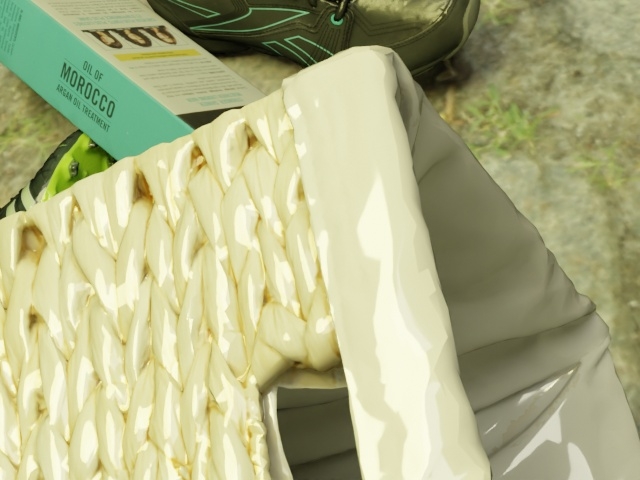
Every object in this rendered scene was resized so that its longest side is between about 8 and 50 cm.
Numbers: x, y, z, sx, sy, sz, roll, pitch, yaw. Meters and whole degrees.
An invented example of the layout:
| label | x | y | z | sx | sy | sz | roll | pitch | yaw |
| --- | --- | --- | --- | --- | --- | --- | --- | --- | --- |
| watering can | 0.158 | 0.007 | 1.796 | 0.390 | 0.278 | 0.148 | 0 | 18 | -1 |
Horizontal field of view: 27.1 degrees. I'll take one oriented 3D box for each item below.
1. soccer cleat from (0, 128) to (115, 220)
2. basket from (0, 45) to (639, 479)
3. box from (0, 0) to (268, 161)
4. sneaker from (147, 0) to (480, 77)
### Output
| label | x | y | z | sx | sy | sz | roll | pitch | yaw |
| --- | --- | --- | --- | --- | --- | --- | --- | --- | --- |
| soccer cleat | -0.203 | -0.011 | 0.914 | 0.072 | 0.060 | 0.179 | 10 | 58 | 30 |
| basket | 0.002 | 0.158 | 0.560 | 0.266 | 0.331 | 0.328 | -20 | 60 | 17 |
| box | -0.134 | -0.115 | 0.943 | 0.244 | 0.060 | 0.100 | 39 | 33 | 28 |
| sneaker | -0.021 | -0.174 | 0.939 | 0.267 | 0.106 | 0.101 | 8 | 73 | 26 |
